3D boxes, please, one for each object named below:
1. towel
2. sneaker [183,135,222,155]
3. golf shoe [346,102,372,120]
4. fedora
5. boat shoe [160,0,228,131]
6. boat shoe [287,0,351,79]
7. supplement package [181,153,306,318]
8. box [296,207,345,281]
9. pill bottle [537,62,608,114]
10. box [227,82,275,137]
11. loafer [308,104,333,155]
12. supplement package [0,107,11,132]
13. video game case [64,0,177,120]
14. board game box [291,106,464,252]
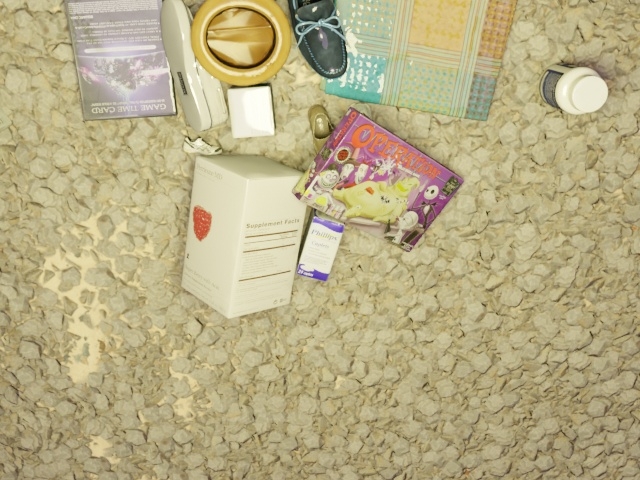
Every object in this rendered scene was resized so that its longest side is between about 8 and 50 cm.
[{"bbox_3d":[0.197,-0.407,1.390,0.370,0.040,0.272,9,109,-6],"label":"towel"},{"bbox_3d":[-0.253,-0.204,1.446,0.083,0.032,0.037,5,109,-4],"label":"sneaker"},{"bbox_3d":[0.086,-0.200,1.432,0.069,0.086,0.176,-9,111,-1],"label":"golf shoe"},{"bbox_3d":[-0.156,-0.398,1.318,0.194,0.079,0.194,-4,110,-10],"label":"fedora"},{"bbox_3d":[-0.247,-0.358,1.363,0.088,0.096,0.268,-27,113,-31],"label":"boat shoe"},{"bbox_3d":[-0.020,-0.437,1.301,0.109,0.089,0.258,-25,88,-5],"label":"boat shoe"},{"bbox_3d":[-0.159,-0.017,1.405,0.175,0.177,0.293,-9,116,-45],"label":"supplement package"},{"bbox_3d":[0.000,0.000,1.476,0.072,0.126,0.137,15,108,-6],"label":"box"},{"bbox_3d":[0.512,-0.306,1.365,0.094,0.169,0.094,-1,109,-1],"label":"pill bottle"},{"bbox_3d":[-0.140,-0.269,1.390,0.087,0.101,0.102,-5,108,0],"label":"box"},{"bbox_3d":[0.008,-0.215,1.442,0.056,0.050,0.148,-20,109,5],"label":"loafer"},{"bbox_3d":[-0.768,-0.224,1.330,0.194,0.203,0.149,-31,107,9],"label":"supplement package"},{"bbox_3d":[-0.407,-0.388,1.381,0.196,0.026,0.274,-3,110,-1],"label":"video game case"},{"bbox_3d":[0.129,-0.114,1.401,0.346,0.056,0.208,23,106,-40],"label":"board game box"}]
